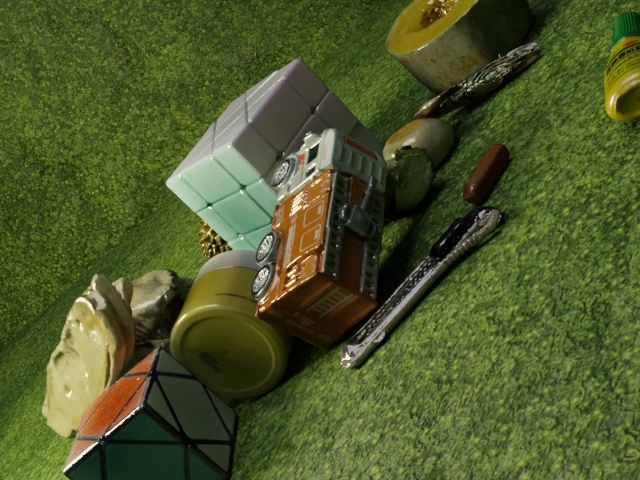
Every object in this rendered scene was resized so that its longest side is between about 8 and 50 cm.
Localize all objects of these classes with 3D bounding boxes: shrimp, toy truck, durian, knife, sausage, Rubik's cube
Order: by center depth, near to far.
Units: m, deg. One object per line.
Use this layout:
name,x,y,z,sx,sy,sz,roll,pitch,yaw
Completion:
knife,0.158,0.070,1.669,0.365,0.043,0.089,-46,15,0
Rubik's cube,-0.289,0.350,1.779,0.205,0.205,0.207,-41,19,14
sausage,0.289,-0.115,1.795,0.039,0.041,0.131,-11,37,53
toy truck,0.016,-0.022,1.825,0.207,0.173,0.387,-39,33,42
shrimp,0.312,-0.321,2.114,0.296,0.058,0.169,-32,-4,27
Rubik's cube,-0.101,-0.168,2.364,0.322,0.316,0.318,-24,27,53
durian,-0.205,-0.038,2.601,0.306,0.172,0.166,-55,-6,-5

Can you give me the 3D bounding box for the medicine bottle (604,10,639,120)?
medicine bottle,0.504,-0.290,1.648,0.111,0.076,0.309,-34,19,29

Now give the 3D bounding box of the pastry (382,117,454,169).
pastry,0.202,-0.194,2.104,0.156,0.092,0.156,-31,20,13

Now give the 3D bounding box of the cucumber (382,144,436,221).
cucumber,0.108,-0.087,2.060,0.325,0.105,0.145,-16,66,61

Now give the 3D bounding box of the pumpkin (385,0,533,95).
pumpkin,0.334,-0.483,2.330,0.332,0.199,0.332,-39,26,23

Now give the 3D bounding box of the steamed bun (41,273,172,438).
steamed bun,-0.380,0.258,1.972,0.189,0.247,0.428,-14,-36,-38

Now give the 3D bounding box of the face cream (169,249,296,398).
face cream,-0.150,0.154,1.883,0.218,0.218,0.179,-35,20,29

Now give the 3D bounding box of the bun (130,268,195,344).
bun,-0.322,0.178,2.146,0.282,0.281,0.204,-36,26,27
